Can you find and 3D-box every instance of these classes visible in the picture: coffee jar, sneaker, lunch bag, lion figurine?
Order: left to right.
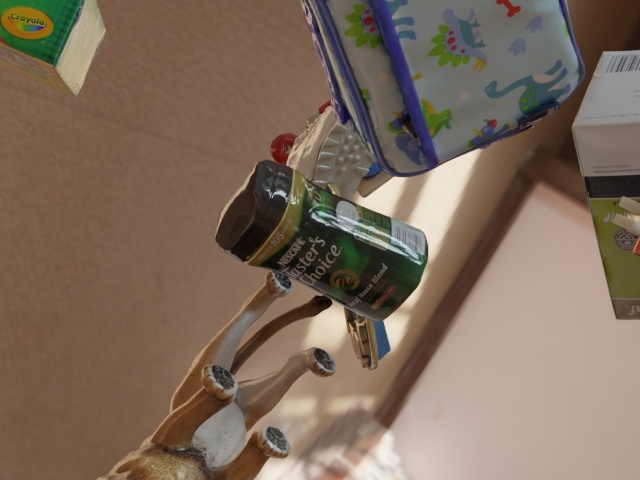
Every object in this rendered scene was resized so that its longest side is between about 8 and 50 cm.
[{"bbox_3d":[-0.116,0.188,1.283,0.240,0.142,0.392,-46,177,26],"label":"lion figurine"},{"bbox_3d":[0.000,0.000,1.231,0.096,0.184,0.079,-49,-156,41],"label":"coffee jar"},{"bbox_3d":[0.010,-0.109,1.581,0.090,0.095,0.235,6,128,-35],"label":"sneaker"},{"bbox_3d":[0.078,-0.158,0.931,0.176,0.090,0.219,-24,130,-3],"label":"lunch bag"}]

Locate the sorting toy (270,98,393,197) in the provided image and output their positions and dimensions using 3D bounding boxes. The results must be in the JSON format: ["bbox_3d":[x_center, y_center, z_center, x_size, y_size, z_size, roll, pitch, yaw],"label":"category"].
[{"bbox_3d":[0.075,-0.153,1.737,0.274,0.132,0.046,-36,164,-5],"label":"sorting toy"}]

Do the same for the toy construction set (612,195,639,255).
[{"bbox_3d":[0.483,-0.093,1.495,0.215,0.151,0.328,23,108,-48],"label":"toy construction set"}]

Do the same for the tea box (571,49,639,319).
[{"bbox_3d":[0.543,-0.081,1.789,0.220,0.329,0.324,-58,138,-49],"label":"tea box"}]

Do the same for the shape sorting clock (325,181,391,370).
[{"bbox_3d":[0.030,0.039,1.435,0.040,0.206,0.206,-17,150,-3],"label":"shape sorting clock"}]

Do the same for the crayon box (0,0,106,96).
[{"bbox_3d":[-0.297,-0.215,1.258,0.278,0.165,0.081,-175,-70,-83],"label":"crayon box"}]
